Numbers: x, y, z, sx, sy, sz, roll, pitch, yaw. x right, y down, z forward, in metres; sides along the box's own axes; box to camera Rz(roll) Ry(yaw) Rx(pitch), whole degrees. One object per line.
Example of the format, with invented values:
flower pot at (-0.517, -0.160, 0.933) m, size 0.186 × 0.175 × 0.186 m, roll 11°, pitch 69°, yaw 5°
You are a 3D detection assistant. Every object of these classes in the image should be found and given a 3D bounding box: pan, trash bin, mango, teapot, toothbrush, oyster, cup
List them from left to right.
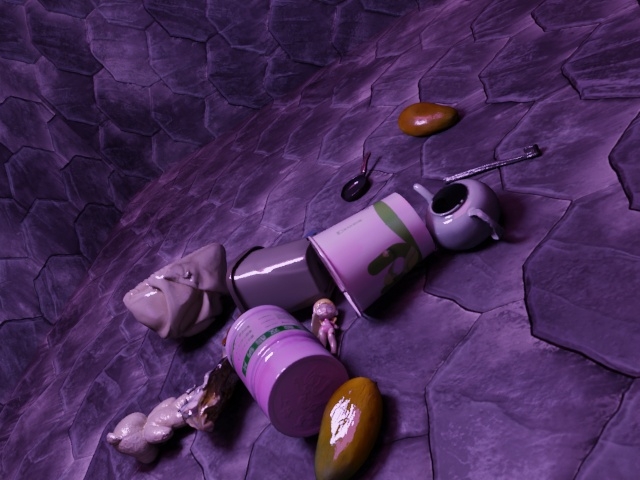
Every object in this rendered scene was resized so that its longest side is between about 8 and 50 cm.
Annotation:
oyster at (-0.276, 0.392, 1.589) m, size 0.238 × 0.114 × 0.351 m, roll -51°, pitch 8°, yaw 25°
trash bin at (-0.102, 0.111, 1.683) m, size 0.250 × 0.220 × 0.219 m, roll -19°, pitch 21°, yaw 23°
mango at (0.063, 0.402, 1.210) m, size 0.137 × 0.091 × 0.238 m, roll -20°, pitch 41°, yaw 36°
pan at (0.140, -0.222, 2.024) m, size 0.114 × 0.040 × 0.212 m, roll -4°, pitch 53°, yaw 50°
cup at (0.138, 0.025, 1.501) m, size 0.273 × 0.253 × 0.253 m, roll -34°, pitch 28°, yaw -4°
mango at (0.364, -0.418, 1.970) m, size 0.227 × 0.099 × 0.136 m, roll 7°, pitch 51°, yaw 44°
teapot at (0.353, -0.071, 1.448) m, size 0.193 × 0.129 × 0.294 m, roll -50°, pitch 30°, yaw -2°
toothbrush at (0.472, -0.210, 1.612) m, size 0.297 × 0.031 × 0.030 m, roll -17°, pitch 11°, yaw 40°

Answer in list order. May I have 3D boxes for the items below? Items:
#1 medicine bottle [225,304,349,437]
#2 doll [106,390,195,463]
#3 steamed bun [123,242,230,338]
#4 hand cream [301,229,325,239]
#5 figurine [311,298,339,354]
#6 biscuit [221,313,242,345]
medicine bottle at (-0.091, 0.306, 1.403) m, size 0.212 × 0.212 × 0.325 m, roll -46°, pitch 28°, yaw -7°
doll at (-0.458, 0.541, 1.658) m, size 0.278 × 0.149 × 0.175 m, roll -27°, pitch -13°, yaw 0°
steamed bun at (-0.466, 0.202, 1.975) m, size 0.367 × 0.255 × 0.342 m, roll -27°, pitch -4°, yaw -38°
hand cream at (0.000, 0.000, 1.885) m, size 0.091 × 0.058 × 0.271 m, roll -48°, pitch 23°, yaw -19°
figurine at (0.013, 0.233, 1.539) m, size 0.083 × 0.083 × 0.188 m, roll -30°, pitch 43°, yaw 21°
biscuit at (-0.244, 0.276, 1.828) m, size 0.175 × 0.026 × 0.124 m, roll -49°, pitch 28°, yaw -14°
